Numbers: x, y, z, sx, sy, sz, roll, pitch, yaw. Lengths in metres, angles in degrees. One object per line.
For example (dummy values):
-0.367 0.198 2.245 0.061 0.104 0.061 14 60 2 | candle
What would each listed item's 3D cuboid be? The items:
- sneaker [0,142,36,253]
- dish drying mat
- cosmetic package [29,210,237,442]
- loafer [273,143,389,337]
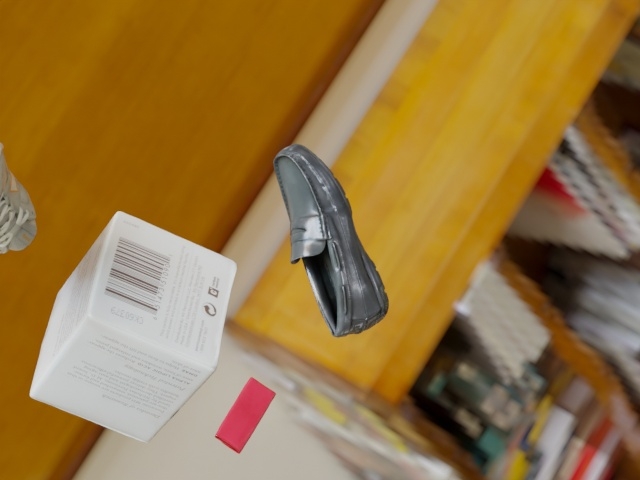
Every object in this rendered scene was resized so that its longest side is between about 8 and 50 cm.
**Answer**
-0.329 -0.039 1.830 0.121 0.099 0.262 46 176 -13 | sneaker
-0.075 0.174 1.814 0.032 0.083 0.008 34 139 -2 | dish drying mat
-0.205 0.097 1.988 0.151 0.151 0.183 24 139 -16 | cosmetic package
0.000 0.000 2.012 0.076 0.078 0.223 -27 86 57 | loafer
